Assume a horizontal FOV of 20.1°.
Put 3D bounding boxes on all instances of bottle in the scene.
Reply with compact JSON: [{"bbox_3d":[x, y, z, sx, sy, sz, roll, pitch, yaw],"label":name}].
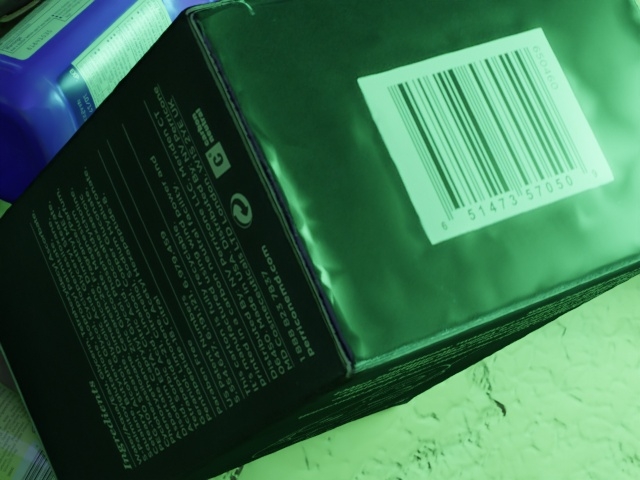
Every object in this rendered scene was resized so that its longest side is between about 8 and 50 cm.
[{"bbox_3d":[-0.142,-0.142,1.286,0.092,0.118,0.283,19,48,26],"label":"bottle"}]

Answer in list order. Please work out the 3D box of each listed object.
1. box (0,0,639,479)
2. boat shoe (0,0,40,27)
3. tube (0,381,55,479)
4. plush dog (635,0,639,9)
[{"bbox_3d":[0.000,0.000,1.124,0.293,0.395,0.212,-19,80,-34],"label":"box"},{"bbox_3d":[-0.251,-0.200,1.300,0.324,0.097,0.116,-35,87,-20],"label":"boat shoe"},{"bbox_3d":[-0.252,0.117,1.243,0.240,0.070,0.062,30,109,-2],"label":"tube"},{"bbox_3d":[0.229,-0.215,1.368,0.225,0.211,0.262,-3,104,-44],"label":"plush dog"}]
